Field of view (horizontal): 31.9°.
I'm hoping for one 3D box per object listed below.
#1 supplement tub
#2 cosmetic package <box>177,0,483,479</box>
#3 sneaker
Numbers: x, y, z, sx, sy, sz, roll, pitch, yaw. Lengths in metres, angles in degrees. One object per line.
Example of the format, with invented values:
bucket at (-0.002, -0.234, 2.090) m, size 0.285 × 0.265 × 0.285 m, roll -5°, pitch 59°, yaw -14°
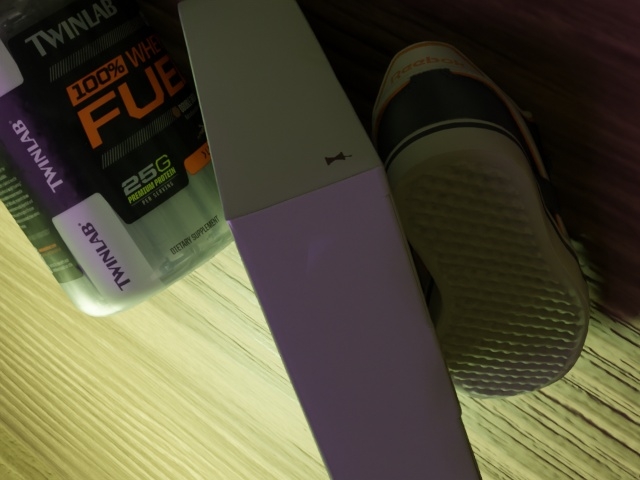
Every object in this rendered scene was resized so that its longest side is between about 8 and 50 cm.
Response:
supplement tub at (-0.226, -0.116, 1.044) m, size 0.207 × 0.207 × 0.338 m, roll -10°, pitch 116°, yaw 57°
cosmetic package at (0.000, 0.000, 0.792) m, size 0.377 × 0.097 × 0.284 m, roll -110°, pitch 2°, yaw -60°
sneaker at (0.117, -0.007, 0.800) m, size 0.321 × 0.126 × 0.127 m, roll 68°, pitch -168°, yaw -51°
